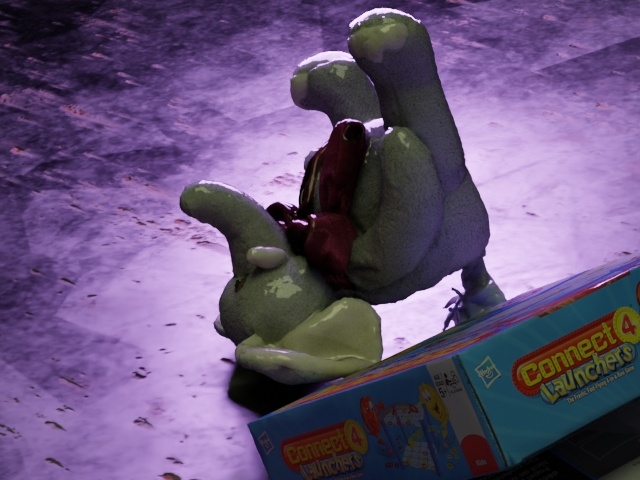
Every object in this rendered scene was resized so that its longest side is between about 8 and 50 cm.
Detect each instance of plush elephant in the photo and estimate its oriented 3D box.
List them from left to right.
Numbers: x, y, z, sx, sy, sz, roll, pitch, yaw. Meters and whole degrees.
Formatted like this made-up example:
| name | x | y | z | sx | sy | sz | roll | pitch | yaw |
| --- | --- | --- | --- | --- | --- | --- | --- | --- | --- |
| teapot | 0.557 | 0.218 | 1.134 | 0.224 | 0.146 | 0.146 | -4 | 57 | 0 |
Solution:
| name | x | y | z | sx | sy | sz | roll | pitch | yaw |
| --- | --- | --- | --- | --- | --- | --- | --- | --- | --- |
| plush elephant | 0.000 | 0.000 | 1.702 | 0.255 | 0.330 | 0.272 | -28 | 9 | -15 |

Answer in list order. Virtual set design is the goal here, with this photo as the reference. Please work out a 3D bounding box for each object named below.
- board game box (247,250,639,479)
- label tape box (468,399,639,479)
| name | x | y | z | sx | sy | sz | roll | pitch | yaw |
| --- | --- | --- | --- | --- | --- | --- | --- | --- | --- |
| board game box | 0.147 | 0.099 | 1.494 | 0.302 | 0.086 | 0.308 | -22 | -2 | -34 |
| label tape box | 0.279 | 0.231 | 1.380 | 0.240 | 0.106 | 0.333 | -23 | 32 | -26 |
